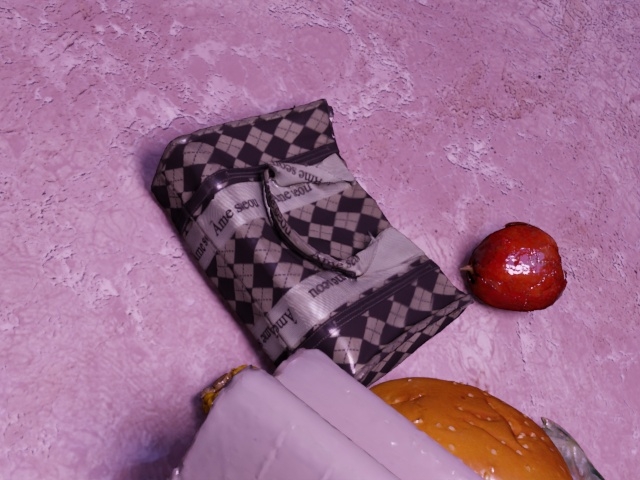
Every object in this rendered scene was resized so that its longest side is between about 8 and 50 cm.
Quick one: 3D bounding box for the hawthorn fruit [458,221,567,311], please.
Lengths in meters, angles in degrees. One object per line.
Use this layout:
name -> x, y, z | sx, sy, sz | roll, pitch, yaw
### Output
hawthorn fruit -> 0.292, 0.044, 1.472 | 0.172, 0.148, 0.148 | -6, 70, -14

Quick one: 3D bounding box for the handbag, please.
handbag -> 0.000, 0.000, 1.349 | 0.317, 0.180, 0.416 | -29, 76, -40

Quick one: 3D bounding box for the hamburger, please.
hamburger -> 0.181, 0.298, 1.243 | 0.314, 0.290, 0.170 | 18, 105, -14

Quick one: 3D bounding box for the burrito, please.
burrito -> 0.392, 0.383, 1.404 | 0.096, 0.066, 0.309 | -37, 83, -30

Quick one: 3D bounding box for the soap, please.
soap -> 0.029, 0.379, 1.035 | 0.435, 0.350, 0.213 | 39, 18, 18

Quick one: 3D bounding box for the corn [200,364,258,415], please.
corn -> -0.029, 0.293, 1.236 | 0.313, 0.102, 0.102 | 48, 57, -3
